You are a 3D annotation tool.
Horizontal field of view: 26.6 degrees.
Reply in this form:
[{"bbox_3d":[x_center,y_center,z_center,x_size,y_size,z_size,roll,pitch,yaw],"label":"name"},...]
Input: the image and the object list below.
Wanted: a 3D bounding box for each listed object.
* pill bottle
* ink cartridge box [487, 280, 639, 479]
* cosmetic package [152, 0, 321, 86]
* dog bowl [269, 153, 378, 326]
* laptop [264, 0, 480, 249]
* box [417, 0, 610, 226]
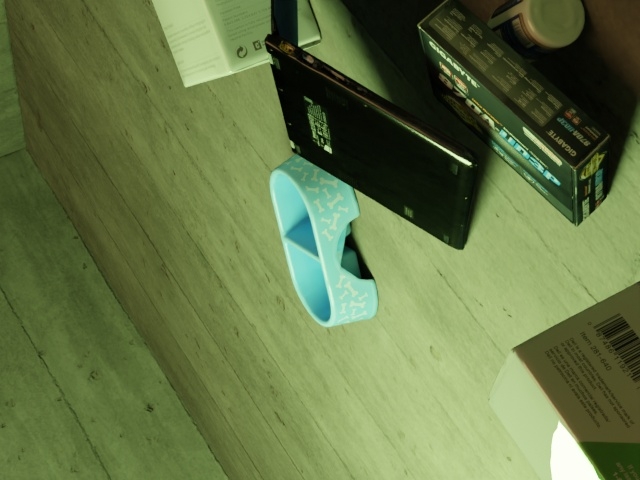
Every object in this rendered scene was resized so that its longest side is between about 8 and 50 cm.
[{"bbox_3d":[0.208,-0.213,1.362,0.067,0.067,0.120,67,159,-2],"label":"pill bottle"},{"bbox_3d":[0.321,0.136,1.174,0.201,0.278,0.117,57,160,23],"label":"ink cartridge box"},{"bbox_3d":[-0.165,-0.425,1.906,0.217,0.156,0.385,4,115,66],"label":"cosmetic package"},{"bbox_3d":[0.000,0.000,2.065,0.166,0.074,0.297,32,139,56],"label":"dog bowl"},{"bbox_3d":[0.060,-0.227,1.611,0.408,0.236,0.382,32,170,11],"label":"laptop"},{"bbox_3d":[0.197,-0.127,1.369,0.220,0.051,0.175,46,175,19],"label":"box"}]
